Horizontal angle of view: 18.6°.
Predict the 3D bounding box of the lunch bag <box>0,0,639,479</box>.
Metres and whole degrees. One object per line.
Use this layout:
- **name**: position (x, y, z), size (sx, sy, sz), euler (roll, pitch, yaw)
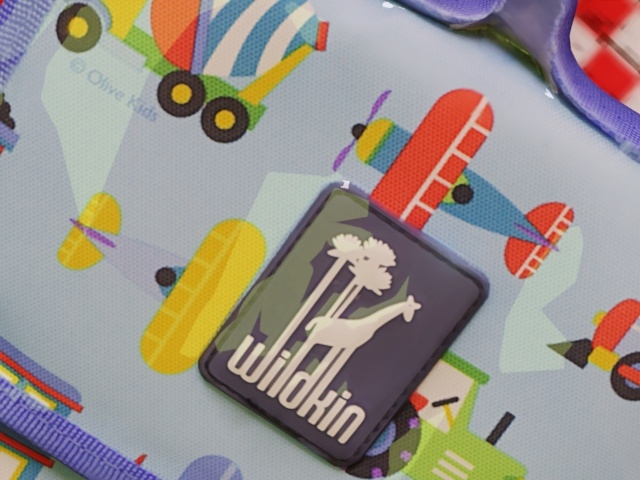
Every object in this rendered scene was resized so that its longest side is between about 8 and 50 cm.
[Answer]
- **lunch bag**: position (-0.009, 0.039, 0.525), size (0.221, 0.138, 0.293), euler (32, 121, -4)
